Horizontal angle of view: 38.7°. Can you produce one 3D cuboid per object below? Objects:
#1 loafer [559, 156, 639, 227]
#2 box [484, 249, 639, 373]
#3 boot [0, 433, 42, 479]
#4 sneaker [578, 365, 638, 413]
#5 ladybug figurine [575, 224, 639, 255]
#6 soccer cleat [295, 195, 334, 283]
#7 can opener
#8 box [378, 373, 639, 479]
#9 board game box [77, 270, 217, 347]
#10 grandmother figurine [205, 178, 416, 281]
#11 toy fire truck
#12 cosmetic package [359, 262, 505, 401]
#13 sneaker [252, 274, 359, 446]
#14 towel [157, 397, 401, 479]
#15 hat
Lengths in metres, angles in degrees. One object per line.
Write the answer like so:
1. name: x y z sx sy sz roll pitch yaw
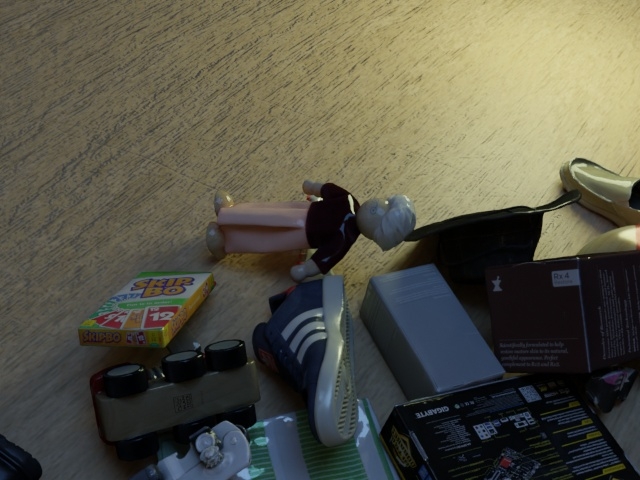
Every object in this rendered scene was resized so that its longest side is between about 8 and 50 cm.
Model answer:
1. loafer: 0.591 -0.090 1.782 0.102 0.092 0.268 -31 59 -35
2. box: 0.387 0.108 1.406 0.203 0.169 0.166 -5 88 -43
3. boot: -0.505 0.307 1.134 0.247 0.094 0.207 29 43 7
4. sneaker: 0.436 0.222 1.432 0.077 0.071 0.178 24 5 29
5. ladybug figurine: 0.640 0.087 1.533 0.450 0.161 0.305 13 33 8
6. soccer cleat: 0.000 0.000 1.582 0.076 0.068 0.196 11 51 -10
7. can opener: -0.206 0.331 1.160 0.280 0.093 0.074 -31 55 -11
8. box: 0.280 0.323 1.290 0.322 0.079 0.257 -8 50 -29
9. board game box: -0.248 0.095 1.358 0.124 0.039 0.259 0 15 11
10. grandmother figurine: -0.013 -0.024 1.493 0.343 0.104 0.207 -4 63 16
11. toy fire truck: -0.228 0.187 1.307 0.217 0.158 0.246 -12 8 -24
12. cosmetic package: 0.170 0.159 1.435 0.127 0.107 0.238 -10 52 -22
13. sneaker: -0.028 0.179 1.336 0.148 0.131 0.350 -10 26 6
14. towel: -0.047 0.341 1.248 0.325 0.038 0.247 -7 49 -19
15. hat: 0.305 0.011 1.566 0.332 0.331 0.133 -14 90 -25
